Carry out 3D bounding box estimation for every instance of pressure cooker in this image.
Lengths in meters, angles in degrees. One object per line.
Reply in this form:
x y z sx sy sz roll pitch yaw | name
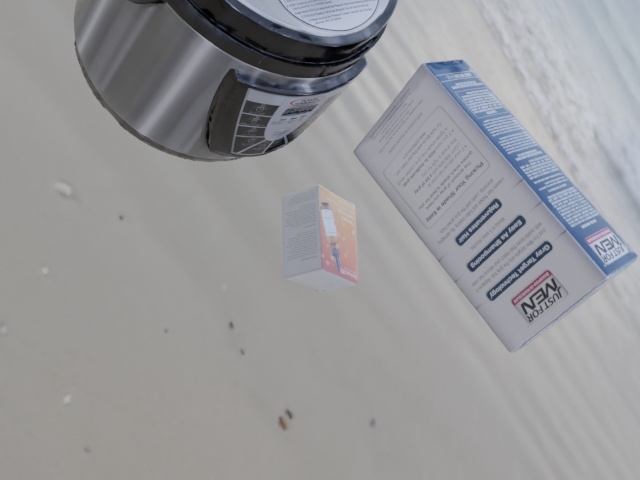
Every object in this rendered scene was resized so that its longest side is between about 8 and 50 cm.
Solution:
-0.107 -0.338 1.061 0.375 0.420 0.370 28 56 -21 | pressure cooker

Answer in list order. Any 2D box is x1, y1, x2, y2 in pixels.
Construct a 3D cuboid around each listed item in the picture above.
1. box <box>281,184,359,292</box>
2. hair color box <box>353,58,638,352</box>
0.000 0.000 1.545 0.130 0.091 0.170 25 56 -51 | box
0.215 -0.050 1.040 0.105 0.174 0.347 -18 66 -46 | hair color box
